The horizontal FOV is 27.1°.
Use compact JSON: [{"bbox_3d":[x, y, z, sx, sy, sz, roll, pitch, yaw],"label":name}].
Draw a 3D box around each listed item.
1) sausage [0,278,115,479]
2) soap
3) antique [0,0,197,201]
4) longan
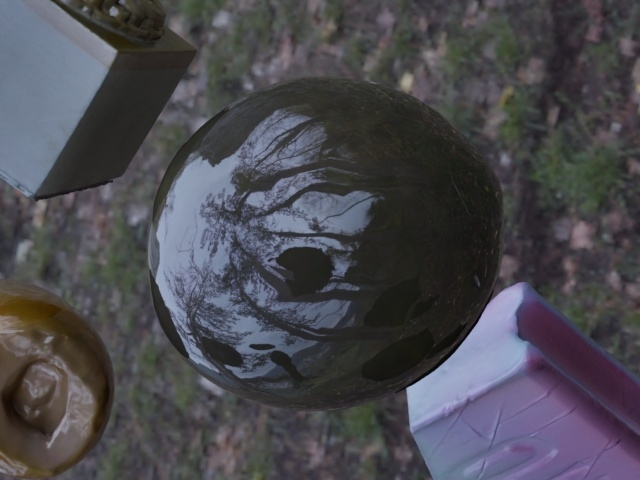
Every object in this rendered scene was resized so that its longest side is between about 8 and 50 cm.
[{"bbox_3d":[-0.228,0.090,0.991,0.116,0.134,0.354,-50,14,-9],"label":"sausage"},{"bbox_3d":[0.212,0.194,1.214,0.193,0.324,0.109,-33,35,30],"label":"soap"},{"bbox_3d":[-0.194,-0.133,0.944,0.148,0.152,0.147,-55,-8,18],"label":"antique"},{"bbox_3d":[0.000,0.000,0.727,0.212,0.198,0.198,-110,36,-73],"label":"longan"}]
